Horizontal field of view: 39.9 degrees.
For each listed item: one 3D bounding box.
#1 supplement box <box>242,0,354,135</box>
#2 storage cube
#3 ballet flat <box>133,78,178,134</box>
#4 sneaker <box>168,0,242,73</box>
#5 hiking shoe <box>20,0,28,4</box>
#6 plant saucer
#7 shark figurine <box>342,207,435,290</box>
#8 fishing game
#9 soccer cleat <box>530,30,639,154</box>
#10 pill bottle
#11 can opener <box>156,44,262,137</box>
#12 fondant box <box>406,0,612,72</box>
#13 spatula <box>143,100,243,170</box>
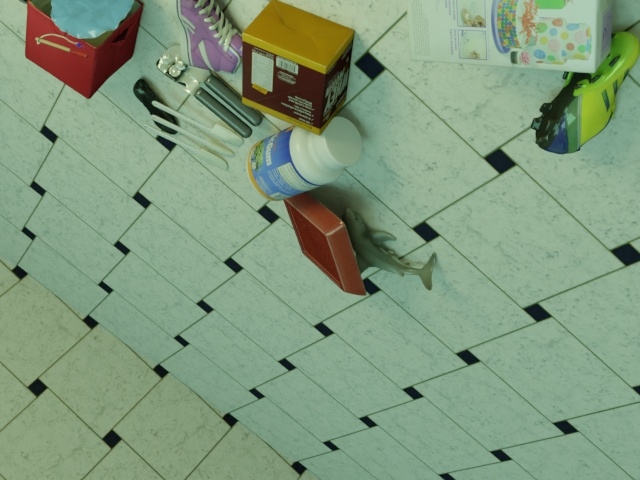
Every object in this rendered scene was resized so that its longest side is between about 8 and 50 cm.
[{"bbox_3d":[-0.049,-0.356,1.821,0.191,0.129,0.194,24,145,13],"label":"supplement box"},{"bbox_3d":[-0.544,-0.479,2.025,0.215,0.184,0.193,34,146,-1],"label":"storage cube"},{"bbox_3d":[-0.410,-0.336,2.228,0.057,0.049,0.173,-13,133,25],"label":"ballet flat"},{"bbox_3d":[-0.222,-0.465,1.867,0.161,0.102,0.282,20,154,13],"label":"sneaker"},{"bbox_3d":[-0.678,-0.660,1.974,0.132,0.113,0.304,10,139,31],"label":"hiking shoe"},{"bbox_3d":[0.000,0.000,2.188,0.259,0.047,0.258,41,158,44],"label":"plant saucer"},{"bbox_3d":[0.146,0.054,2.184,0.278,0.116,0.166,33,147,4],"label":"shark figurine"},{"bbox_3d":[-0.489,-0.502,1.892,0.189,0.264,0.041,20,158,17],"label":"fishing game"},{"bbox_3d":[0.487,-0.259,1.566,0.121,0.094,0.289,8,145,-17],"label":"soccer cleat"},{"bbox_3d":[-0.036,-0.190,1.995,0.272,0.152,0.152,-17,121,48],"label":"pill bottle"},{"bbox_3d":[-0.259,-0.351,2.069,0.280,0.074,0.093,39,180,-5],"label":"can opener"},{"bbox_3d":[0.304,-0.413,1.446,0.330,0.096,0.238,12,125,30],"label":"fondant box"},{"bbox_3d":[-0.323,-0.269,2.219,0.242,0.019,0.168,27,152,-9],"label":"spatula"}]
